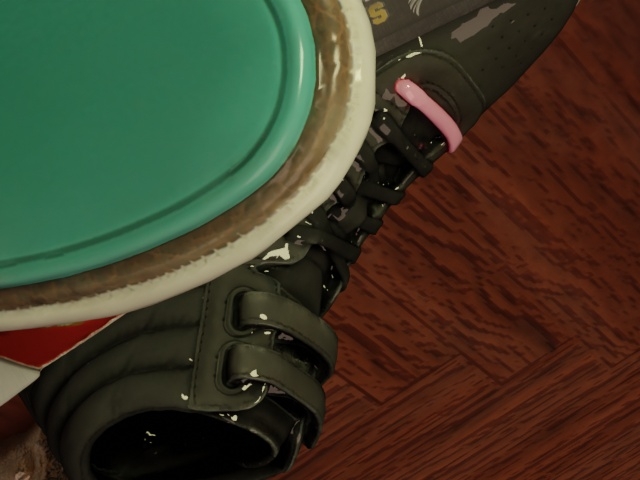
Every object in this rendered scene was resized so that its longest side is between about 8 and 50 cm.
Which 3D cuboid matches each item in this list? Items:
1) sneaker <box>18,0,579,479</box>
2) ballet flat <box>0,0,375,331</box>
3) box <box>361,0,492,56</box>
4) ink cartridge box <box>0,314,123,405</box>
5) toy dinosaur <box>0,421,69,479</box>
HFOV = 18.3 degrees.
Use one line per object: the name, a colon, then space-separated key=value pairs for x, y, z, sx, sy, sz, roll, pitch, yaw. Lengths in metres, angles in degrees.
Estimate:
sneaker: x=0.000 y=0.000 z=0.782 sx=0.296 sy=0.147 sz=0.104 roll=-33 pitch=142 yaw=10
ballet flat: x=-0.152 y=-0.024 z=0.616 sx=0.400 sy=0.139 sz=0.139 roll=-9 pitch=151 yaw=23
box: x=-0.041 y=-0.119 z=0.680 sx=0.231 sy=0.056 sz=0.183 roll=-26 pitch=145 yaw=4
ink cartridge box: x=-0.190 y=0.047 z=0.693 sx=0.181 sy=0.056 sz=0.225 roll=-6 pitch=-159 yaw=36
toy dinosaur: x=-0.177 y=0.159 z=0.920 sx=0.200 sy=0.127 sz=0.296 roll=-8 pitch=143 yaw=44
